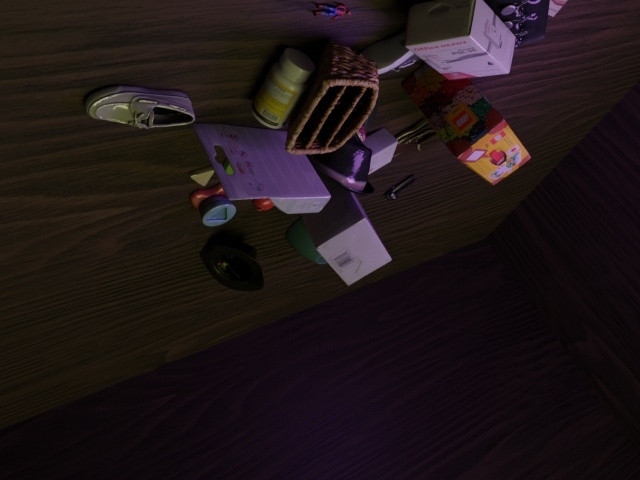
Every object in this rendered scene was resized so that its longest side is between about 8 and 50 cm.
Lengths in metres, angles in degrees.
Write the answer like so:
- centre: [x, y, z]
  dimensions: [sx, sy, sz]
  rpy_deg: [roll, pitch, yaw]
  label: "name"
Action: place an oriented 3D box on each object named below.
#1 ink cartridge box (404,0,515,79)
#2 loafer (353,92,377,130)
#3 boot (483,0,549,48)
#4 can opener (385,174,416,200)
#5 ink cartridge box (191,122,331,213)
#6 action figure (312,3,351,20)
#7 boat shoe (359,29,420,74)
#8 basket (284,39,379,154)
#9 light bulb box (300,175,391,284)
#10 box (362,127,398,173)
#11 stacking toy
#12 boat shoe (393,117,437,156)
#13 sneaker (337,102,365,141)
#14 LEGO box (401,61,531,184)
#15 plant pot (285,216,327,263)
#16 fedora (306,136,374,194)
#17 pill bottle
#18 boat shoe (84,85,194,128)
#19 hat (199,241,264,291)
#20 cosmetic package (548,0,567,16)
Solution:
- centre: [0.402, -0.573, 1.346]
  dimensions: [0.207, 0.117, 0.283]
  rpy_deg: [11, -177, 42]
  label: "ink cartridge box"
- centre: [0.146, -0.485, 1.633]
  dimensions: [0.096, 0.084, 0.267]
  rpy_deg: [-58, 166, -14]
  label: "loafer"
- centre: [0.470, -0.698, 1.355]
  dimensions: [0.366, 0.146, 0.445]
  rpy_deg: [6, -179, 21]
  label: "boot"
- centre: [0.409, -0.272, 2.404]
  dimensions: [0.186, 0.073, 0.059]
  rpy_deg: [-40, 116, 18]
  label: "can opener"
- centre: [-0.190, -0.221, 1.470]
  dimensions: [0.384, 0.308, 0.091]
  rpy_deg: [-7, 148, -41]
  label: "ink cartridge box"
- centre: [0.036, -0.618, 1.264]
  dimensions: [0.115, 0.030, 0.038]
  rpy_deg: [-16, 149, -32]
  label: "action figure"
- centre: [0.244, -0.586, 1.484]
  dimensions: [0.301, 0.108, 0.102]
  rpy_deg: [-33, 157, -8]
  label: "boat shoe"
- centre: [0.045, -0.389, 1.405]
  dimensions: [0.213, 0.223, 0.299]
  rpy_deg: [20, 138, -20]
  label: "basket"
- centre: [0.082, -0.072, 1.937]
  dimensions: [0.225, 0.361, 0.358]
  rpy_deg: [-31, 142, 7]
  label: "light bulb box"
- centre: [0.211, -0.354, 1.896]
  dimensions: [0.170, 0.091, 0.130]
  rpy_deg: [-32, 159, -23]
  label: "box"
- centre: [-0.307, -0.169, 1.676]
  dimensions: [0.308, 0.130, 0.280]
  rpy_deg: [-25, 157, -11]
  label: "stacking toy"
- centre: [0.392, -0.423, 1.995]
  dimensions: [0.257, 0.095, 0.095]
  rpy_deg: [-36, 156, 16]
  label: "boat shoe"
- centre: [0.089, -0.409, 1.643]
  dimensions: [0.074, 0.063, 0.170]
  rpy_deg: [-29, 117, 35]
  label: "sneaker"
- centre: [0.568, -0.450, 1.786]
  dimensions: [0.193, 0.373, 0.500]
  rpy_deg: [-40, 156, 24]
  label: "LEGO box"
- centre: [0.000, 0.000, 2.302]
  dimensions: [0.290, 0.196, 0.290]
  rpy_deg: [-24, 156, -11]
  label: "plant pot"
- centre: [0.090, -0.299, 1.700]
  dimensions: [0.334, 0.334, 0.153]
  rpy_deg: [3, 125, -52]
  label: "fedora"
- centre: [-0.108, -0.438, 1.356]
  dimensions: [0.119, 0.119, 0.208]
  rpy_deg: [-6, 149, -42]
  label: "pill bottle"
- centre: [-0.458, -0.332, 1.212]
  dimensions: [0.267, 0.088, 0.096]
  rpy_deg: [-10, 151, -39]
  label: "boat shoe"
- centre: [-0.362, 0.090, 2.079]
  dimensions: [0.134, 0.331, 0.331]
  rpy_deg: [-59, 180, -39]
  label: "hat"
- centre: [0.762, -0.869, 1.443]
  dimensions: [0.153, 0.129, 0.296]
  rpy_deg: [-11, 152, -37]
  label: "cosmetic package"
